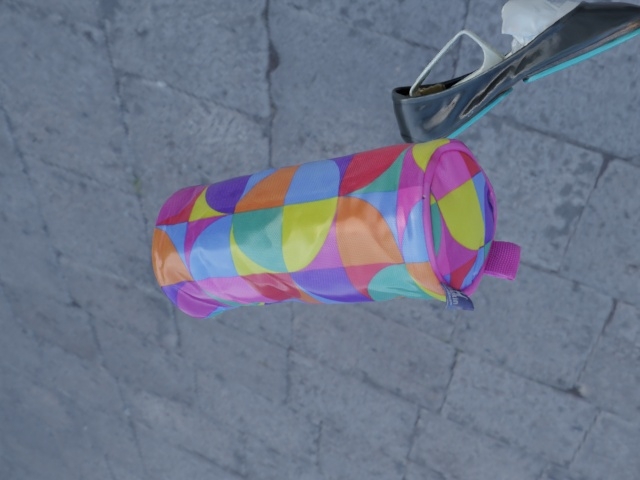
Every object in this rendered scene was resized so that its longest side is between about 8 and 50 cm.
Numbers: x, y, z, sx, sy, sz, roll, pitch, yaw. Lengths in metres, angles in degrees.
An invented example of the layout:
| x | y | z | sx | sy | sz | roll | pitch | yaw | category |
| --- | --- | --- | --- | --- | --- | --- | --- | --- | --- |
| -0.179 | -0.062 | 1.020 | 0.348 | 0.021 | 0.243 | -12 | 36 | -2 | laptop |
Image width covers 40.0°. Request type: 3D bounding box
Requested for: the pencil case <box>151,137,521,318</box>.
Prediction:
| x | y | z | sx | sy | sz | roll | pitch | yaw | category |
| --- | --- | --- | --- | --- | --- | --- | --- | --- | --- |
| 0.000 | 0.000 | 0.570 | 0.236 | 0.104 | 0.104 | -4 | 131 | 36 | pencil case |

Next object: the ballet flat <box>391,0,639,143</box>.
| x | y | z | sx | sy | sz | roll | pitch | yaw | category |
| --- | --- | --- | --- | --- | --- | --- | --- | --- | --- |
| 0.190 | -0.188 | 0.905 | 0.280 | 0.095 | 0.096 | -29 | 98 | 23 | ballet flat |
